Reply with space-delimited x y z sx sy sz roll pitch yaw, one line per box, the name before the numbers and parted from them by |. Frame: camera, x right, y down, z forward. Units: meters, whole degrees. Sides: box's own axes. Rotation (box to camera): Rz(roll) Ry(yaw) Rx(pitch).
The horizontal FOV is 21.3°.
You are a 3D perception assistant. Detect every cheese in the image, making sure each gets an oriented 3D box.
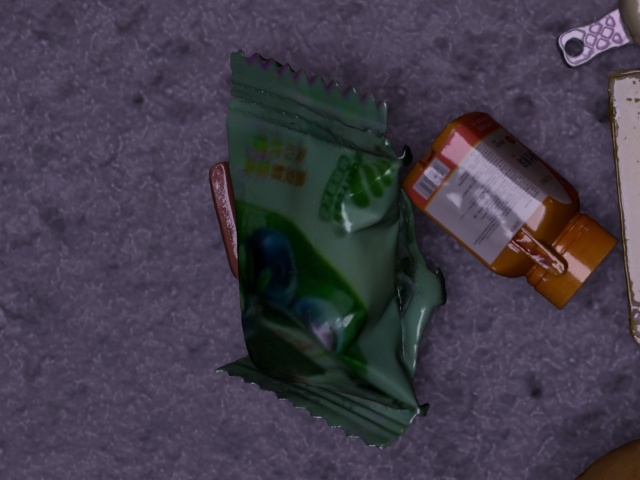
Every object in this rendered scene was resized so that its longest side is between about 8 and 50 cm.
cheese | 0.367 -0.250 1.864 0.227 0.064 0.137 -24 85 13

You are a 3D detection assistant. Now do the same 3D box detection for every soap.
soap | 0.425 -0.041 1.854 0.199 0.091 0.315 -7 93 15

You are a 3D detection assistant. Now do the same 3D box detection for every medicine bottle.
medicine bottle | 0.212 -0.033 1.872 0.222 0.149 0.112 41 109 7

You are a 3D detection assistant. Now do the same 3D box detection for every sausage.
sausage | -0.104 -0.021 2.011 0.035 0.030 0.147 -12 91 17

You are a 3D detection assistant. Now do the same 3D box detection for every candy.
candy | -0.005 0.002 1.875 0.263 0.172 0.398 13 121 35

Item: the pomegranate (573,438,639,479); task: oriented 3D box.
pomegranate | 0.405 0.336 1.792 0.342 0.342 0.342 1 95 13
